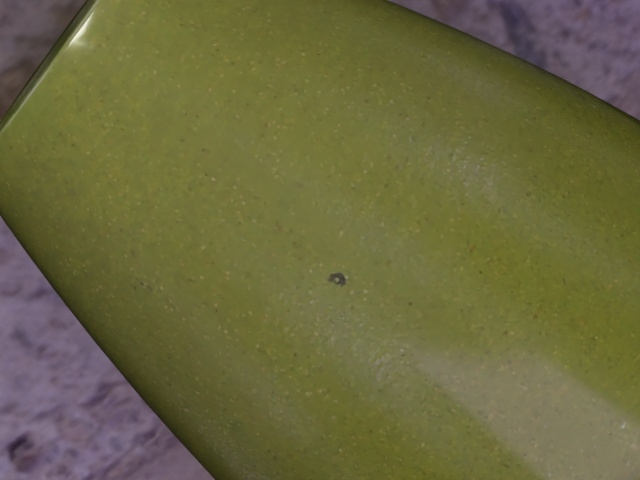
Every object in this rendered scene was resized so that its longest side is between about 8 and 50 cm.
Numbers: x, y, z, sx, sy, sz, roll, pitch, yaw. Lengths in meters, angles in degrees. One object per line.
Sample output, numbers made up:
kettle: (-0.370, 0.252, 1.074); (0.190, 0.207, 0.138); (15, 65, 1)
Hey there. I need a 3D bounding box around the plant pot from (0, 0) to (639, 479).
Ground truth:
plant pot: (0.000, 0.000, 0.776); (0.293, 0.275, 0.275); (35, 98, -12)
